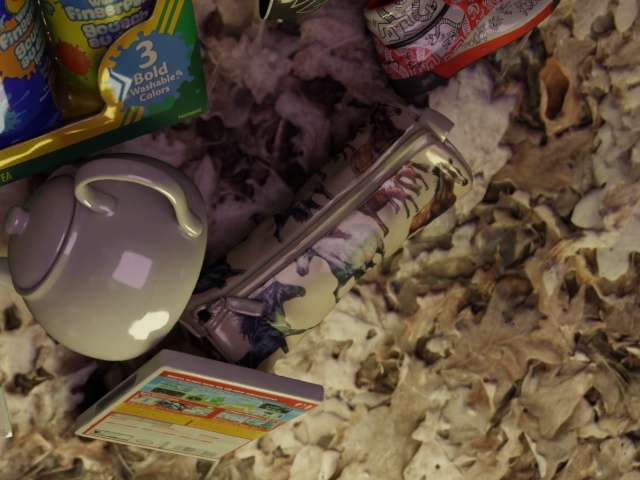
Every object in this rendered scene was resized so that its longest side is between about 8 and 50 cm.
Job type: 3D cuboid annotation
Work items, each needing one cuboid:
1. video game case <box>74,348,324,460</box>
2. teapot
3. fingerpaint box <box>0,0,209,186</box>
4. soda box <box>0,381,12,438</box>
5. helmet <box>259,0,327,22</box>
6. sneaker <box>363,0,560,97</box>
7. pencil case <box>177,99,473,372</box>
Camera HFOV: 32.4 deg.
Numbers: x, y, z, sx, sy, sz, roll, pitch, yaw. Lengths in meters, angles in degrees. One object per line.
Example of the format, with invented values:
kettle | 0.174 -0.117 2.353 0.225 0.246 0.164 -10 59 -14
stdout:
video game case | -0.153 0.206 1.328 0.204 0.285 0.025 17 59 -26
teapot | -0.255 0.002 1.213 0.187 0.252 0.256 24 100 -34
fingerpaint box | -0.356 -0.232 1.074 0.444 0.163 0.371 -22 139 -16
soda box | -0.477 0.214 1.284 0.216 0.074 0.069 -13 110 -19
helmet | -0.041 -0.341 1.256 0.161 0.169 0.169 38 89 -10
sneaker | 0.181 -0.309 1.397 0.270 0.090 0.145 -33 117 -8
pencil case | 0.000 0.000 1.359 0.410 0.183 0.160 -42 88 -6
